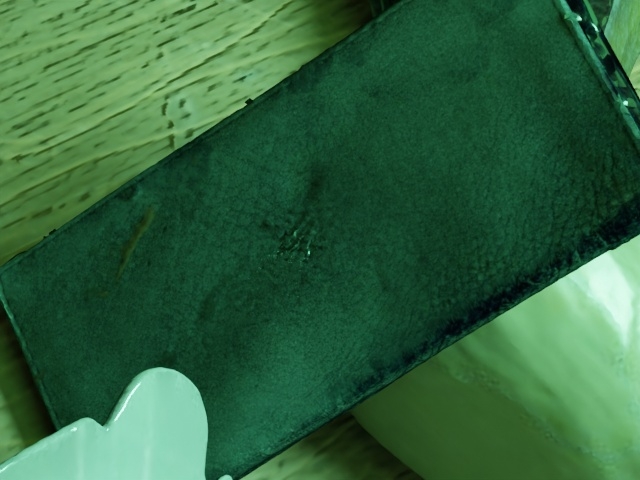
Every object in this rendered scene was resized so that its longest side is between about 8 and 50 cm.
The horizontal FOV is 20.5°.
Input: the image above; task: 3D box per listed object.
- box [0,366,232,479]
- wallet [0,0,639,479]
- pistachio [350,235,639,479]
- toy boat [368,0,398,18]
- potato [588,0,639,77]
[{"bbox_3d":[-0.032,0.198,0.812,0.262,0.206,0.291,42,56,-41],"label":"box"},{"bbox_3d":[0.000,0.000,0.964,0.191,0.379,0.046,63,18,19],"label":"wallet"},{"bbox_3d":[0.115,0.045,1.059,0.226,0.208,0.332,-44,86,6],"label":"pistachio"},{"bbox_3d":[0.089,-0.193,1.235,0.122,0.114,0.296,-19,61,15],"label":"toy boat"},{"bbox_3d":[0.192,-0.190,1.325,0.120,0.100,0.261,7,65,30],"label":"potato"}]
